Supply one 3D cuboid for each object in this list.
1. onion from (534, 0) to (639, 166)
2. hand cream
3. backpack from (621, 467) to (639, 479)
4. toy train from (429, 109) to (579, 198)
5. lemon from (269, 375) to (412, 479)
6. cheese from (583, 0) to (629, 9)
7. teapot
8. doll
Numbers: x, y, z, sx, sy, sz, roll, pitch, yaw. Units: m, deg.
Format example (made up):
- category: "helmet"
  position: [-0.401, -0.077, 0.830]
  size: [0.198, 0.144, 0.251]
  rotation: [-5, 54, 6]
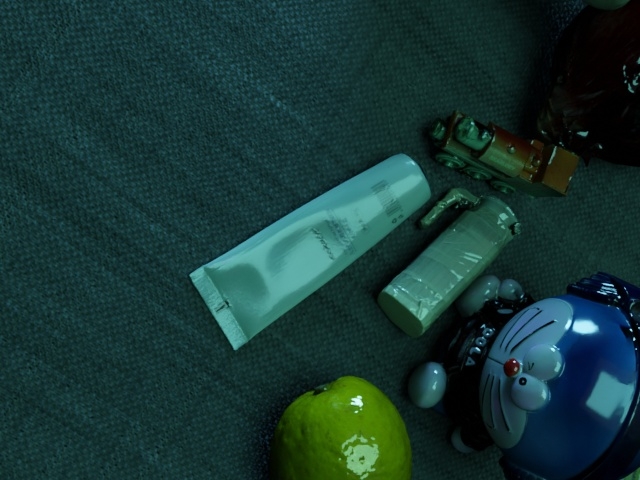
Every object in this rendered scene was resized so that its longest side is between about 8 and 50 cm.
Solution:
- category: "onion"
  position: [0.429, -0.204, 1.568]
  size: [0.281, 0.221, 0.280]
  rotation: [-15, 124, -23]
- category: "hand cream"
  position: [0.000, 0.000, 1.448]
  size: [0.321, 0.067, 0.109]
  rotation: [-35, 107, -16]
- category: "backpack"
  position: [0.434, 0.304, 1.622]
  size: [0.253, 0.140, 0.207]
  rotation: [19, 83, -19]
- category: "toy train"
  position: [0.228, -0.112, 1.517]
  size: [0.176, 0.118, 0.074]
  rotation: [25, 78, -26]
- category: "lemon"
  position: [0.025, 0.266, 1.403]
  size: [0.170, 0.170, 0.207]
  rotation: [-9, 97, -26]
- category: "cheese"
  position: [0.334, -0.498, 1.488]
  size: [0.351, 0.129, 0.328]
  rotation: [44, 69, 4]
- category: "teapot"
  position: [0.154, 0.018, 1.513]
  size: [0.107, 0.077, 0.200]
  rotation: [43, 71, 12]
- category: "doll"
  position: [0.282, 0.173, 1.445]
  size: [0.240, 0.310, 0.284]
  rotation: [23, 81, -27]
